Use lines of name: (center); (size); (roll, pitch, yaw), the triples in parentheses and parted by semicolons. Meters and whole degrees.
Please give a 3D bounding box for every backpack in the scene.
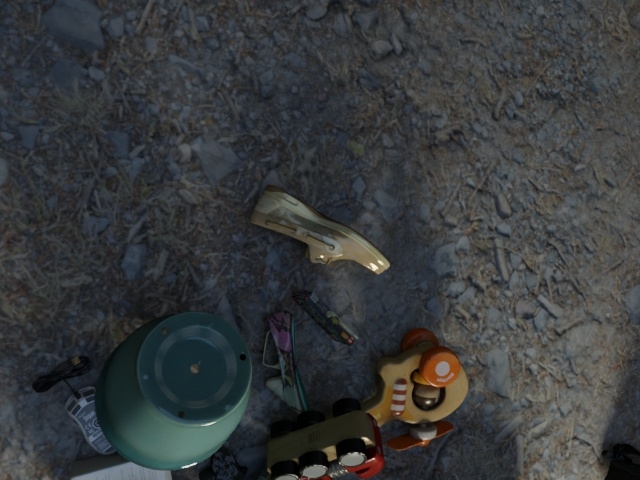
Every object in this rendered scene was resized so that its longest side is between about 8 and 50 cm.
backpack: (0.835, 0.647, 1.509); (0.263, 0.276, 0.213); (24, 86, -24)

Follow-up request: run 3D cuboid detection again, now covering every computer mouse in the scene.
computer mouse: (-0.434, 0.312, 1.178); (0.106, 0.042, 0.193); (-35, 95, -21)

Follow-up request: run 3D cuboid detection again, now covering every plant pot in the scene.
plant pot: (-0.238, 0.242, 1.089); (0.271, 0.255, 0.272); (9, 64, -18)

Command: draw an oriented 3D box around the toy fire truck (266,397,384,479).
toy fire truck: (0.038, 0.461, 1.261); (0.217, 0.158, 0.246); (-24, 131, 15)

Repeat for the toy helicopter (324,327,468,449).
toy helicopter: (0.155, 0.364, 1.357); (0.355, 0.140, 0.235); (-26, 107, -7)

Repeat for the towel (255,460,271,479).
towel: (-0.086, 0.639, 1.198); (0.271, 0.040, 0.370); (49, 43, -14)

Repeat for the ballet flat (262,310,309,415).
ballet flat: (-0.076, 0.256, 1.293); (0.079, 0.077, 0.221); (-10, 88, -1)

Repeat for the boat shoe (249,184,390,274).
boat shoe: (0.000, 0.000, 1.302); (0.302, 0.109, 0.098); (30, 85, -11)

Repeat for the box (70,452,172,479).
box: (-0.362, 0.460, 1.173); (0.170, 0.091, 0.130); (-9, 93, -19)

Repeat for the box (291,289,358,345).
box: (0.008, 0.158, 1.305); (0.137, 0.094, 0.027); (46, 76, -13)

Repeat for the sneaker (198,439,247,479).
sneaker: (-0.175, 0.483, 1.259); (0.089, 0.051, 0.170); (-35, 97, -12)
